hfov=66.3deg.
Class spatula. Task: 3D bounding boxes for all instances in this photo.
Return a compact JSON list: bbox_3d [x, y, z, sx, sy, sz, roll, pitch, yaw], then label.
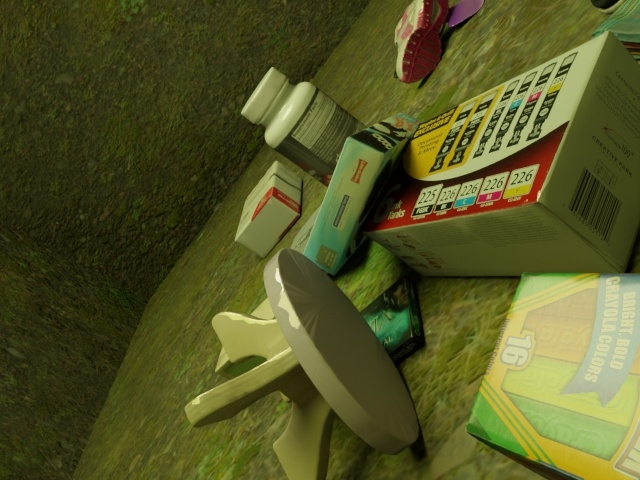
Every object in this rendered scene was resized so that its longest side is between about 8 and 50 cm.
[{"bbox_3d":[0.294,-0.520,1.266,0.296,0.030,0.084,-39,38,43],"label":"spatula"}]

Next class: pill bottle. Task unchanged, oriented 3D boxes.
[{"bbox_3d":[-0.021,-0.261,1.171,0.176,0.318,0.176,-48,20,23],"label":"pill bottle"}]

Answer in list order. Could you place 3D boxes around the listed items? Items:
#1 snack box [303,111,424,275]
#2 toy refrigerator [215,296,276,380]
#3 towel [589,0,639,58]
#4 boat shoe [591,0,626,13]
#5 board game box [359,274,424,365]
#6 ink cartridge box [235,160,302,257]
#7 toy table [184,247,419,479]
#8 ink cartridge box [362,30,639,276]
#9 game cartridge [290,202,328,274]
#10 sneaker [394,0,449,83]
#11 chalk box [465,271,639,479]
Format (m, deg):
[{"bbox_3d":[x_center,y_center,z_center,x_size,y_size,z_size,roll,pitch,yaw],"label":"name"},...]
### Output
[{"bbox_3d":[0.082,-0.091,0.782,0.322,0.060,0.187,-43,-23,-61],"label":"snack box"},{"bbox_3d":[-0.085,0.182,0.943,0.269,0.102,0.094,-44,22,29],"label":"toy refrigerator"},{"bbox_3d":[0.493,-0.350,0.508,0.370,0.040,0.271,-52,20,12],"label":"towel"},{"bbox_3d":[0.409,-0.498,0.669,0.127,0.112,0.341,-122,42,-72],"label":"boat shoe"},{"bbox_3d":[0.074,0.149,0.728,0.186,0.026,0.126,-45,22,29],"label":"board game box"},{"bbox_3d":[-0.160,-0.106,1.566,0.197,0.114,0.273,-48,21,24],"label":"ink cartridge box"},{"bbox_3d":[-0.025,0.162,0.607,0.161,0.252,0.274,-42,53,18],"label":"toy table"},{"bbox_3d":[0.229,-0.101,0.603,0.272,0.130,0.309,-61,19,-17],"label":"ink cartridge box"},{"bbox_3d":[0.000,0.000,1.057,0.297,0.062,0.198,-43,19,53],"label":"game cartridge"},{"bbox_3d":[0.239,-0.499,1.226,0.111,0.102,0.253,-7,61,63],"label":"sneaker"},{"bbox_3d":[0.220,0.105,0.285,0.133,0.132,0.213,-62,20,-16],"label":"chalk box"}]
